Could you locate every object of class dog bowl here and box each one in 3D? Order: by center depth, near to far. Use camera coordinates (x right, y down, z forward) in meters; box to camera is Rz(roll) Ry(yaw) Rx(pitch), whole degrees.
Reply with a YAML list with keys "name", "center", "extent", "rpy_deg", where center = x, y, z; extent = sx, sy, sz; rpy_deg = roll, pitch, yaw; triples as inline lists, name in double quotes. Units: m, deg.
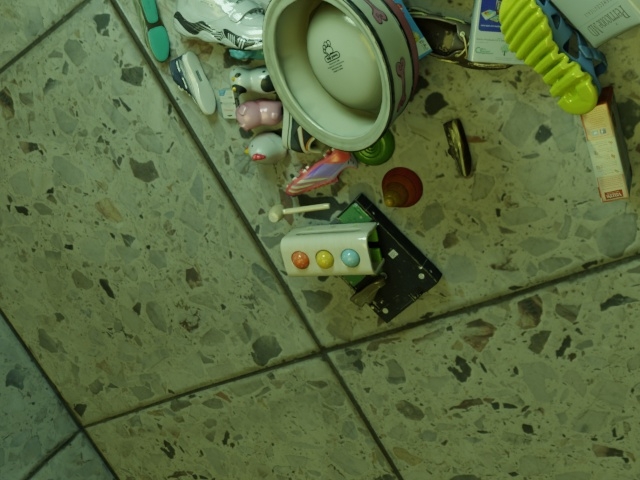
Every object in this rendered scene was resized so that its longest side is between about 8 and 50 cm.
- name: "dog bowl"
  center: [0.054, -0.421, 1.697]
  extent: [0.408, 0.150, 0.408]
  rpy_deg: [34, 144, 29]

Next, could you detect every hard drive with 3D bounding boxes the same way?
- name: "hard drive"
  center: [0.159, 0.055, 2.136]
  extent: [0.339, 0.064, 0.237]
  rpy_deg: [44, 125, -1]

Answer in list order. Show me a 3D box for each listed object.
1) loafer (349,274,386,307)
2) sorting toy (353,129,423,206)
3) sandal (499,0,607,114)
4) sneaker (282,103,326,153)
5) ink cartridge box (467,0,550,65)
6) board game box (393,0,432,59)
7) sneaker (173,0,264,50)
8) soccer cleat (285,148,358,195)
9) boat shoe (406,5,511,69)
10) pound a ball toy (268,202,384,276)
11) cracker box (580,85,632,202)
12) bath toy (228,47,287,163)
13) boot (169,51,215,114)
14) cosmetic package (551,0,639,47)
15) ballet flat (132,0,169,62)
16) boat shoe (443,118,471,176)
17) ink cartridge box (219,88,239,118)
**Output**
- name: "loafer"
  center: [0.147, 0.150, 2.122]
  extent: [0.050, 0.056, 0.148]
  rpy_deg: [47, 135, -3]
- name: "sorting toy"
  center: [0.136, -0.225, 1.969]
  extent: [0.127, 0.126, 0.366]
  rpy_deg: [-28, 101, 34]
- name: "sandal"
  center: [0.518, -0.431, 1.601]
  extent: [0.317, 0.138, 0.126]
  rpy_deg: [53, 152, -5]
- name: "sneaker"
  center: [-0.033, -0.372, 1.965]
  extent: [0.127, 0.126, 0.321]
  rpy_deg: [17, 141, 15]
- name: "ink cartridge box"
  center: [0.434, -0.568, 1.640]
  extent: [0.165, 0.065, 0.333]
  rpy_deg: [5, 108, 1]
- name: "board game box"
  center: [0.082, -0.514, 1.796]
  extent: [0.302, 0.086, 0.308]
  rpy_deg: [57, 148, -6]
- name: "sneaker"
  center: [-0.239, -0.635, 1.934]
  extent: [0.365, 0.137, 0.210]
  rpy_deg: [16, 123, 22]
- name: "soccer cleat"
  center: [-0.001, -0.184, 2.087]
  extent: [0.248, 0.083, 0.095]
  rpy_deg: [-36, 101, 32]
- name: "boat shoe"
  center: [0.326, -0.483, 1.763]
  extent: [0.324, 0.097, 0.117]
  rpy_deg: [23, 122, 14]
- name: "pound a ball toy"
  center: [0.000, 0.000, 2.067]
  extent: [0.319, 0.136, 0.208]
  rpy_deg: [-3, 113, 27]
- name: "cracker box"
  center: [0.666, -0.225, 1.692]
  extent: [0.067, 0.156, 0.232]
  rpy_deg: [-11, 109, 30]
- name: "bath toy"
  center: [-0.181, -0.372, 2.047]
  extent: [0.151, 0.129, 0.349]
  rpy_deg: [6, 118, 23]
- name: "boot"
  center: [-0.378, -0.454, 2.145]
  extent: [0.086, 0.069, 0.190]
  rpy_deg: [-12, 101, 37]
- name: "cosmetic package"
  center: [0.554, -0.639, 1.374]
  extent: [0.327, 0.329, 0.394]
  rpy_deg: [-43, 91, 8]
- name: "ballet flat"
  center: [-0.493, -0.626, 2.118]
  extent: [0.068, 0.072, 0.213]
  rpy_deg: [16, 124, 50]
- name: "boat shoe"
  center: [0.357, -0.240, 1.901]
  extent: [0.049, 0.056, 0.152]
  rpy_deg: [-6, 102, 33]
- name: "ink cartridge box"
  center: [-0.265, -0.402, 2.132]
  extent: [0.048, 0.028, 0.083]
  rpy_deg: [5, 116, 24]
